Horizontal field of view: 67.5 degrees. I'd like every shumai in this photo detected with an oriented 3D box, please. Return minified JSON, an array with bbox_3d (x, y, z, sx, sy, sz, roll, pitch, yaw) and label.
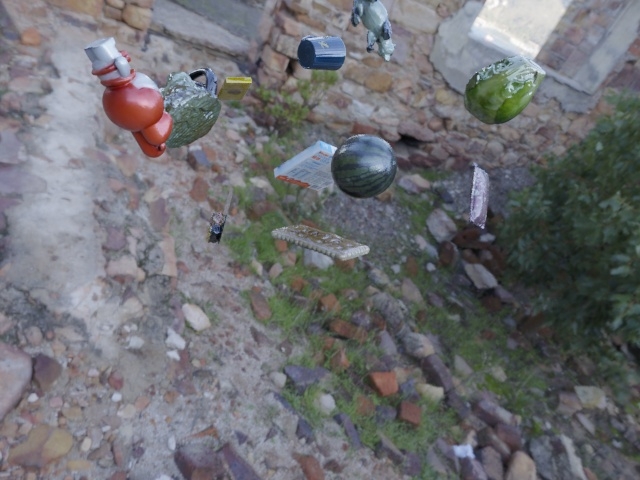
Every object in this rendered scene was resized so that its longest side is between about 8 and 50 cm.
[{"bbox_3d":[-0.453,-0.416,1.469,0.204,0.222,0.272,42,16,4],"label":"shumai"}]

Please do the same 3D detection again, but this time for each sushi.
[{"bbox_3d":[-0.382,-0.074,1.764,0.050,0.263,0.290,15,8,-14],"label":"sushi"}]

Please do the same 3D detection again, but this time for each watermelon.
[{"bbox_3d":[0.141,-0.235,1.530,0.212,0.212,0.212,20,33,-13],"label":"watermelon"}]

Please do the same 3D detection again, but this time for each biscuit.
[{"bbox_3d":[0.000,0.000,1.758,0.325,0.044,0.217,19,18,30],"label":"biscuit"}]

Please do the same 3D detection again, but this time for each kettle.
[{"bbox_3d":[-0.571,-0.641,2.142,0.290,0.268,0.207,6,-6,39],"label":"kettle"}]

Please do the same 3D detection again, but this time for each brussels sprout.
[{"bbox_3d":[0.635,-0.530,1.675,0.210,0.271,0.219,51,46,-1],"label":"brussels sprout"}]

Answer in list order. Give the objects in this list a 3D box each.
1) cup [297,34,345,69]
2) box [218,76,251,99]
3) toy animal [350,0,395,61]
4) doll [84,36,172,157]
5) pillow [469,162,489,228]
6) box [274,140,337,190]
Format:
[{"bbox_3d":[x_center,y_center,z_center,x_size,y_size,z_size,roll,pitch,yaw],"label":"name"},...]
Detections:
[{"bbox_3d":[-0.012,-0.745,1.882,0.155,0.131,0.176,-22,60,-40],"label":"cup"},{"bbox_3d":[-0.292,-0.514,1.627,0.087,0.155,0.023,-10,88,-22],"label":"box"},{"bbox_3d":[0.168,-0.661,1.471,0.225,0.094,0.121,57,34,-17],"label":"toy animal"},{"bbox_3d":[-0.436,-0.319,1.119,0.161,0.290,0.130,13,50,38],"label":"doll"},{"bbox_3d":[0.458,-0.129,1.376,0.118,0.043,0.184,17,73,-53],"label":"pillow"},{"bbox_3d":[-0.007,-0.301,1.989,0.273,0.265,0.048,13,61,-48],"label":"box"}]
